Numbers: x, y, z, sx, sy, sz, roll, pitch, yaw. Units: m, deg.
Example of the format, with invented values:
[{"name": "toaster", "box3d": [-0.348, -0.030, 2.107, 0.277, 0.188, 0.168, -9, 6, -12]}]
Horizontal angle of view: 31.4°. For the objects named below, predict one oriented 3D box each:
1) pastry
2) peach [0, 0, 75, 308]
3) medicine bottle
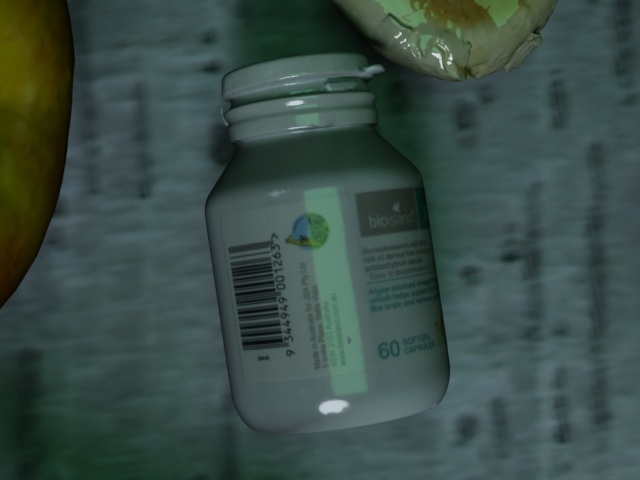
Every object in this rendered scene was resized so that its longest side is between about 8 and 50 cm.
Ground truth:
[{"name": "pastry", "box3d": [0.082, -0.180, 0.732, 0.166, 0.088, 0.165, 0, 88, -6]}, {"name": "peach", "box3d": [-0.318, -0.076, 0.571, 0.370, 0.370, 0.369, 0, 88, -7]}, {"name": "medicine bottle", "box3d": [0.000, 0.000, 0.692, 0.135, 0.135, 0.215, -8, 89, -7]}]
